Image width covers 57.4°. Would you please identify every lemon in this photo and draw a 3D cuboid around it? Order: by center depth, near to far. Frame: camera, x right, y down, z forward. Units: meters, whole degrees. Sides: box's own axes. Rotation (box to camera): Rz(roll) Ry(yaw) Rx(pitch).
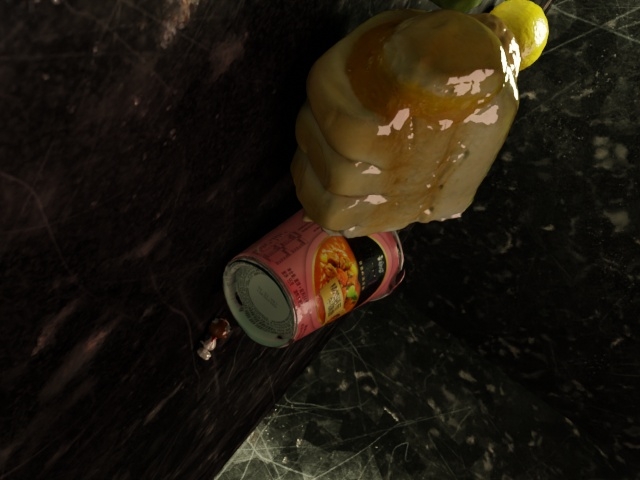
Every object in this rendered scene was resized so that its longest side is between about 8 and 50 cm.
[{"bbox_3d":[0.489,-0.521,1.497,0.193,0.180,0.181,-75,-171,-51],"label":"lemon"}]

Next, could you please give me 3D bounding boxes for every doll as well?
[{"bbox_3d":[-0.196,0.177,1.069,0.085,0.040,0.058,-53,179,-6],"label":"doll"}]

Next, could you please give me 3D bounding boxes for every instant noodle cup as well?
[{"bbox_3d":[-0.023,0.054,0.995,0.255,0.244,0.244,-32,157,-43],"label":"instant noodle cup"}]

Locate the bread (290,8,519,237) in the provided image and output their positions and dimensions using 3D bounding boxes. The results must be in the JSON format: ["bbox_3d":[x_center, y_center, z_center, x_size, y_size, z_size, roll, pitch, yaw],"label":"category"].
[{"bbox_3d":[0.103,-0.173,0.806,0.300,0.210,0.341,-17,152,-13],"label":"bread"}]

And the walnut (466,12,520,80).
[{"bbox_3d":[0.233,-0.278,1.029,0.261,0.224,0.225,-54,169,-14],"label":"walnut"}]

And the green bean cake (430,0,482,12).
[{"bbox_3d":[0.212,-0.424,0.732,0.248,0.124,0.222,-48,168,-29],"label":"green bean cake"}]
